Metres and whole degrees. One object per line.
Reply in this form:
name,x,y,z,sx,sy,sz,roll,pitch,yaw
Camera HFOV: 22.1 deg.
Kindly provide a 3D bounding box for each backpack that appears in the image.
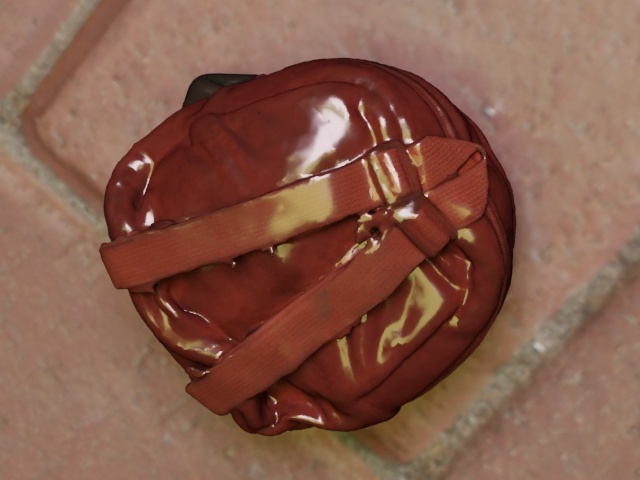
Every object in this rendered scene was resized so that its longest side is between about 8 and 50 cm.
backpack,0.001,-0.001,0.901,0.229,0.139,0.229,5,107,16
